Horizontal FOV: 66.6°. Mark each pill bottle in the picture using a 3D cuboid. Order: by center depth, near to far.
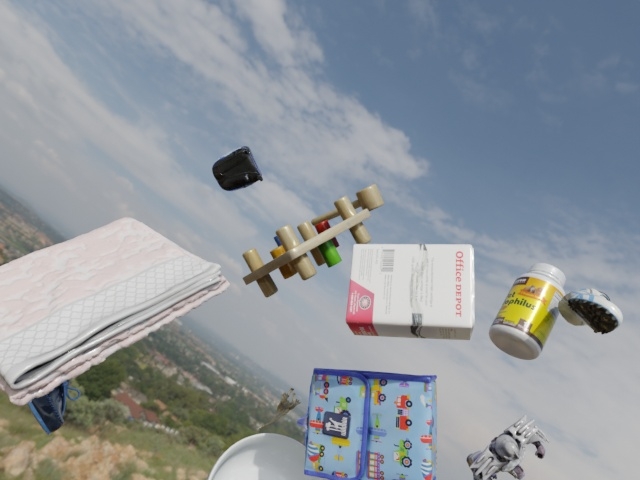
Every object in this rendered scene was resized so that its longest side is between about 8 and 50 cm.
[{"bbox_3d":[0.484,0.158,1.122,0.117,0.215,0.117,31,-25,16],"label":"pill bottle"}]

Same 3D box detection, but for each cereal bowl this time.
[{"bbox_3d":[-0.140,0.665,1.194,0.339,0.339,0.141,35,-49,2],"label":"cereal bowl"}]

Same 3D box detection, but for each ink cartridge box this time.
[{"bbox_3d":[0.182,0.101,0.974,0.238,0.171,0.100,0,-27,16],"label":"ink cartridge box"}]

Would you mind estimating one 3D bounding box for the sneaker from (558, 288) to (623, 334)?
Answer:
[{"bbox_3d":[0.538,0.129,0.959,0.085,0.086,0.237,55,7,11],"label":"sneaker"}]

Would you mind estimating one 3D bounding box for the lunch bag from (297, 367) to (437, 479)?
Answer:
[{"bbox_3d":[0.094,0.392,1.040,0.294,0.220,0.138,-1,-14,19],"label":"lunch bag"}]

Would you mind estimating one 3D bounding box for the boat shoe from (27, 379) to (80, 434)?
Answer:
[{"bbox_3d":[-0.555,0.282,0.990,0.258,0.089,0.108,34,-43,44],"label":"boat shoe"}]

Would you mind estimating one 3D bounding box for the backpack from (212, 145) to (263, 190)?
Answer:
[{"bbox_3d":[-0.225,-0.188,1.306,0.084,0.115,0.104,-108,172,-76],"label":"backpack"}]

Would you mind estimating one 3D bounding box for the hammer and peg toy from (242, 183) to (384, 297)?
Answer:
[{"bbox_3d":[0.000,0.000,1.195,0.266,0.361,0.127,-29,-90,52],"label":"hammer and peg toy"}]

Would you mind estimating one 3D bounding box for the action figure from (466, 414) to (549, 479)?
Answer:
[{"bbox_3d":[0.395,0.467,1.041,0.099,0.186,0.285,59,-6,32],"label":"action figure"}]

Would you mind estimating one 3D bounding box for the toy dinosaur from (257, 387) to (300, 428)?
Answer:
[{"bbox_3d":[-0.105,0.475,1.373,0.053,0.092,0.183,39,16,5],"label":"toy dinosaur"}]

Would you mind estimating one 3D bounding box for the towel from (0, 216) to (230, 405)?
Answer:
[{"bbox_3d":[-0.363,0.073,0.746,0.317,0.332,0.053,20,-54,37],"label":"towel"}]
